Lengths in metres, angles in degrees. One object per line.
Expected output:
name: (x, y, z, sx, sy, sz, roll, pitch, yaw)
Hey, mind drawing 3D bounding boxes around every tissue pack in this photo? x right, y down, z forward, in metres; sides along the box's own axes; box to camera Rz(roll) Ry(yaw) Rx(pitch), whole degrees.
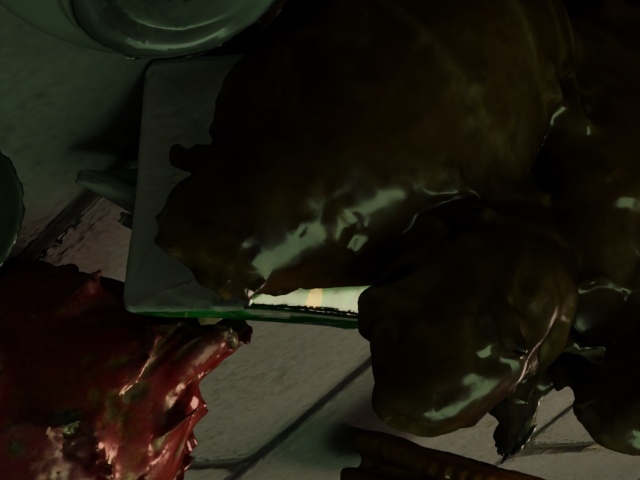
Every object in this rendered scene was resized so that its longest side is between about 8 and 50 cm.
tissue pack: (-0.030, -0.022, 1.008, 0.156, 0.148, 0.209, -1, 175, 35)

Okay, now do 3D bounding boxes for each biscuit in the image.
biscuit: (0.130, 0.242, 1.614, 0.220, 0.221, 0.066, 25, 79, -61)

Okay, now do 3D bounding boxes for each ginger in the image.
ginger: (0.086, -0.020, 0.849, 0.358, 0.274, 0.152, 12, 155, -29)

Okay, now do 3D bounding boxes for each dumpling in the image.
dumpling: (0.192, 0.120, 1.572, 0.166, 0.086, 0.332, -53, 170, -34)

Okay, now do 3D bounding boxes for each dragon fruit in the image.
dragon fruit: (-0.171, 0.109, 1.037, 0.268, 0.210, 0.205, -32, -164, 10)

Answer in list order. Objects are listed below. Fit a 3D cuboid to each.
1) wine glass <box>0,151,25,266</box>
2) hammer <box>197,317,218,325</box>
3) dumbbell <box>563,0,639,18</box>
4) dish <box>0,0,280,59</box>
wine glass: (-0.249, -0.024, 0.836, 0.079, 0.079, 0.195, -43, 153, 26)
hammer: (-0.019, 0.028, 1.254, 0.195, 0.028, 0.060, -17, 146, -33)
dumbbell: (0.150, -0.133, 1.007, 0.254, 0.081, 0.081, -14, 160, 19)
dish: (-0.059, -0.148, 0.753, 0.246, 0.078, 0.224, -13, 146, -9)
